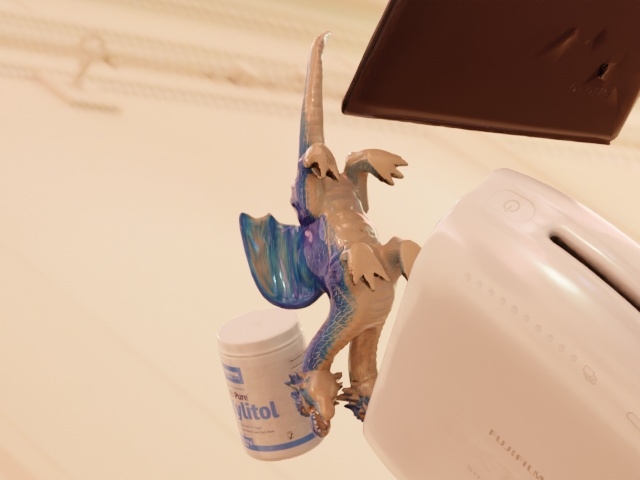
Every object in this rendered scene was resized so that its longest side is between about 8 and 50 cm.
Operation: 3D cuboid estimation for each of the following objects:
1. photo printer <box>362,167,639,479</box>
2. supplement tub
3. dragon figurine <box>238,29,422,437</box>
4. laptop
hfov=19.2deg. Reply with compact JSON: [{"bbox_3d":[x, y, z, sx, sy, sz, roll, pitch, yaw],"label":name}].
[{"bbox_3d":[0.155,0.110,1.178,0.107,0.256,0.307,-38,-19,-26],"label":"photo printer"},{"bbox_3d":[-0.039,0.115,1.509,0.071,0.071,0.107,-29,-66,-37],"label":"supplement tub"},{"bbox_3d":[0.000,0.000,1.360,0.085,0.289,0.144,-8,-21,-36],"label":"dragon figurine"},{"bbox_3d":[0.154,-0.319,1.496,0.236,0.408,0.382,-30,-20,35],"label":"laptop"}]
